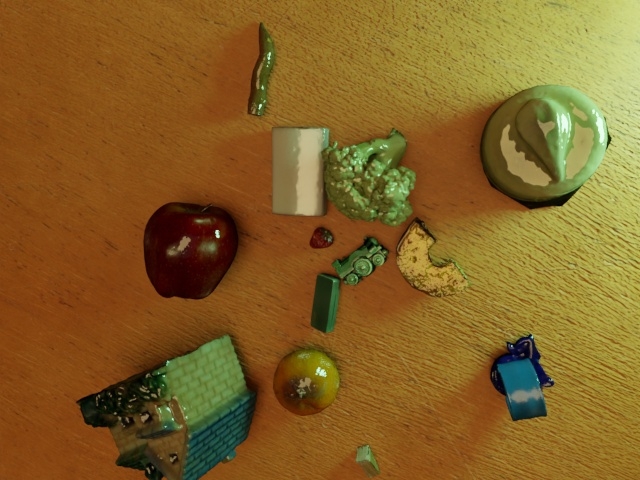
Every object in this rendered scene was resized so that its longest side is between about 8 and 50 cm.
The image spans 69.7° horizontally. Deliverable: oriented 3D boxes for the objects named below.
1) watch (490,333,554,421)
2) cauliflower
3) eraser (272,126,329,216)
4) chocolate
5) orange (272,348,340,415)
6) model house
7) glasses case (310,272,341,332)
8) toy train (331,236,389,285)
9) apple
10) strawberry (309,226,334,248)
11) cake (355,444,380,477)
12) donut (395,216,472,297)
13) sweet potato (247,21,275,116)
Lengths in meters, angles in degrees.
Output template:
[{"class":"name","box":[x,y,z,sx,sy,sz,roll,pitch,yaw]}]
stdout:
[{"class":"watch","box":[0.592,0.419,1.355,0.171,0.200,0.196,-24,98,17]},{"class":"cauliflower","box":[0.151,-0.180,1.306,0.327,0.260,0.281,30,110,-31]},{"class":"eraser","box":[-0.064,-0.213,1.428,0.174,0.095,0.270,4,99,17]},{"class":"chocolate","box":[0.585,-0.239,1.197,0.326,0.297,0.314,33,109,3]},{"class":"orange","box":[-0.048,0.468,1.503,0.224,0.170,0.224,2,99,12]},{"class":"model house","box":[-0.476,0.589,1.480,0.445,0.395,0.400,-25,87,24]},{"class":"glasses case","box":[0.016,0.203,1.495,0.078,0.039,0.184,17,105,41]},{"class":"toy train","box":[0.129,0.066,1.453,0.178,0.071,0.104,-40,80,16]},{"class":"apple","box":[-0.411,0.025,1.450,0.288,0.288,0.317,21,111,7]},{"class":"strawberry","box":[0.000,0.000,1.468,0.073,0.073,0.083,44,118,1]},{"class":"cake","box":[0.168,0.767,1.585,0.052,0.065,0.121,-22,117,14]},{"class":"donut","box":[0.317,0.067,1.397,0.152,0.101,0.259,-38,92,15]},{"class":"sweet potato","box":[-0.178,-0.526,1.416,0.059,0.067,0.281,8,98,-28]}]
